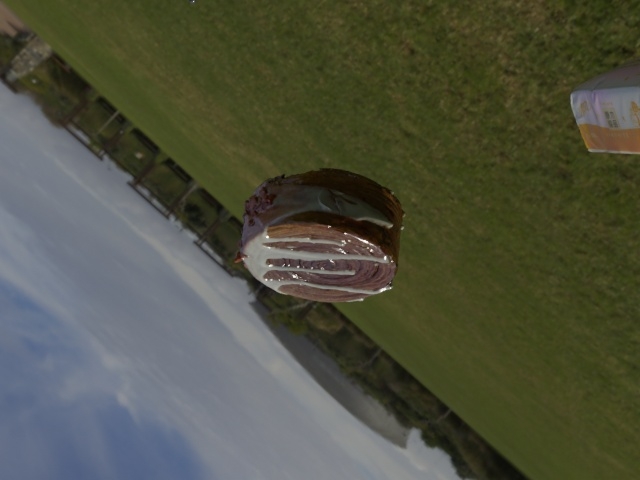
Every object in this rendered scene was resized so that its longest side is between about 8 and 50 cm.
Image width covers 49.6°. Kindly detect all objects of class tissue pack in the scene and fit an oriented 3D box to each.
[{"bbox_3d":[0.505,-0.212,1.011,0.225,0.185,0.124,-117,3,-80],"label":"tissue pack"}]

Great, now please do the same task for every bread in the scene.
[{"bbox_3d":[0.000,0.000,0.664,0.160,0.073,0.160,5,152,3],"label":"bread"}]

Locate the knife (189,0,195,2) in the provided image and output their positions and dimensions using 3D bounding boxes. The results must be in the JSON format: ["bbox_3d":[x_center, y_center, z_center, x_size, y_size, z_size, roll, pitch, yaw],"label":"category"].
[{"bbox_3d":[-0.116,-0.353,0.599,0.026,0.297,0.044,-1,171,-20],"label":"knife"}]
